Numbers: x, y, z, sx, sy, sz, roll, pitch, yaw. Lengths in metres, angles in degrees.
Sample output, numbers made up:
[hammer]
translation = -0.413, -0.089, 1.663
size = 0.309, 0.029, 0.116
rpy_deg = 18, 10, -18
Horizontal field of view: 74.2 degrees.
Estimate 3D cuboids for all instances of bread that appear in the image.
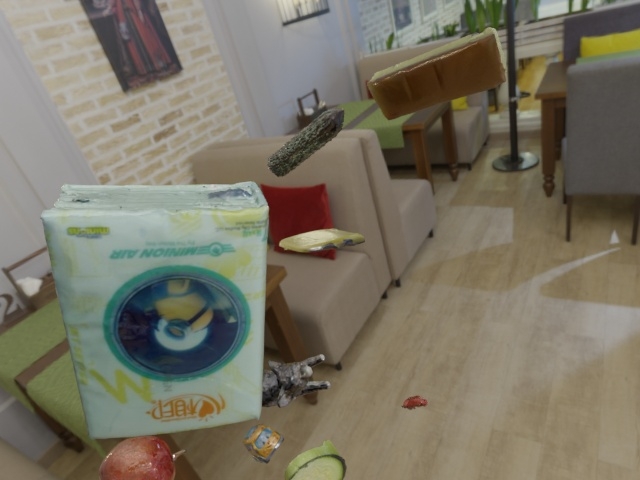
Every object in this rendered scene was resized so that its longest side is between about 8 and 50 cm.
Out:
[bread]
translation = 0.313, -0.443, 1.149
size = 0.361, 0.138, 0.077
rpy_deg = -6, 45, 40

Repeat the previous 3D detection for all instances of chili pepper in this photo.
[chili pepper]
translation = 0.363, 0.628, 1.637
size = 0.059, 0.268, 0.050
rpy_deg = 3, 65, -4

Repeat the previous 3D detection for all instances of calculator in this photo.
[calculator]
translation = 0.000, 0.000, 1.162
size = 0.236, 0.033, 0.157
rpy_deg = -12, 17, -38

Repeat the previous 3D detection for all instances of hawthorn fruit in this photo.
[hawthorn fruit]
translation = -0.476, 0.625, 1.157
size = 0.225, 0.196, 0.196
rpy_deg = -21, 29, -11

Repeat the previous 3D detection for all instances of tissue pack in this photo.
[tissue pack]
translation = -0.231, 0.110, 0.659
size = 0.287, 0.388, 0.162
rpy_deg = -2, 26, -13

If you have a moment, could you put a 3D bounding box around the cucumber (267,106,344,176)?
[cucumber]
translation = -0.043, -0.332, 1.434
size = 0.359, 0.096, 0.096
rpy_deg = -26, 16, 43

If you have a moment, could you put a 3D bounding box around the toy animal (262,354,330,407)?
[toy animal]
translation = -0.169, 0.611, 1.807
size = 0.344, 0.194, 0.303
rpy_deg = -34, -26, 33

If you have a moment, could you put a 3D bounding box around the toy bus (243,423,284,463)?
[toy bus]
translation = -0.256, 0.873, 1.837
size = 0.126, 0.136, 0.209
rpy_deg = -48, -1, -33

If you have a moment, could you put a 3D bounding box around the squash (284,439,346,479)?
[squash]
translation = -0.030, 0.780, 1.456
size = 0.220, 0.220, 0.133
rpy_deg = -24, 37, -14
